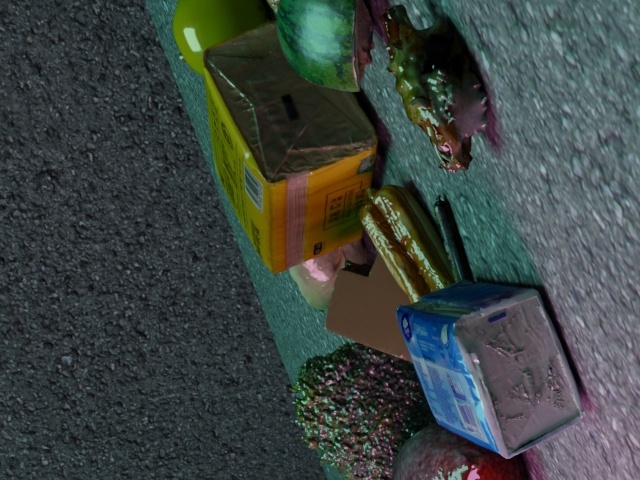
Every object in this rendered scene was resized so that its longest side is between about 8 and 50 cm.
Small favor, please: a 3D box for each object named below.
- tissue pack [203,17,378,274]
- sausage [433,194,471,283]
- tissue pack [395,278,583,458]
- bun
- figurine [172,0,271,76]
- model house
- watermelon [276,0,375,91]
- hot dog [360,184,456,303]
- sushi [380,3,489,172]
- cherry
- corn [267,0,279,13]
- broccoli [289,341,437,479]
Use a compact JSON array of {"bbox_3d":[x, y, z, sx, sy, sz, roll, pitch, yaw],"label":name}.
[{"bbox_3d":[-0.055,-0.157,2.088,0.293,0.228,0.382,61,166,20],"label":"tissue pack"},{"bbox_3d":[0.201,0.022,1.796,0.028,0.025,0.198,35,147,64],"label":"sausage"},{"bbox_3d":[0.228,0.167,1.661,0.263,0.146,0.198,-176,64,-78],"label":"tissue pack"},{"bbox_3d":[0.000,0.000,2.348,0.259,0.160,0.259,62,-174,-11],"label":"bun"},{"bbox_3d":[-0.202,-0.423,2.386,0.343,0.187,0.215,-138,38,-79],"label":"figurine"},{"bbox_3d":[0.127,0.089,2.055,0.248,0.180,0.176,-16,-56,-76],"label":"model house"},{"bbox_3d":[-0.011,-0.328,1.707,0.231,0.128,0.146,39,163,33],"label":"watermelon"},{"bbox_3d":[0.145,0.011,1.890,0.076,0.102,0.249,-2,-124,-56],"label":"hot dog"},{"bbox_3d":[0.140,-0.194,1.476,0.226,0.103,0.097,62,-165,5],"label":"sushi"},{"bbox_3d":[0.234,0.404,1.976,0.300,0.203,0.230,111,140,-61],"label":"cherry"},{"bbox_3d":[-0.098,-0.490,1.960,0.281,0.092,0.092,63,169,-2],"label":"corn"},{"bbox_3d":[0.130,0.315,2.212,0.375,0.249,0.302,32,-161,-1],"label":"broccoli"}]
